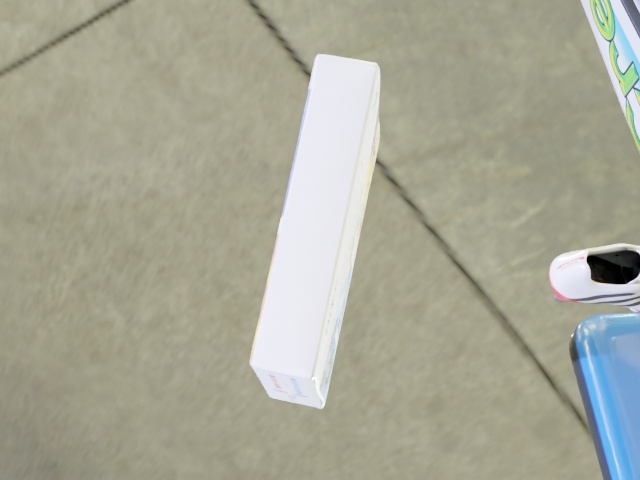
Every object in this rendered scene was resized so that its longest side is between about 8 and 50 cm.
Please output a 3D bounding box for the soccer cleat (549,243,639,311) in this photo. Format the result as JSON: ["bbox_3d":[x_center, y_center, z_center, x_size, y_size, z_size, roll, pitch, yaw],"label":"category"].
[{"bbox_3d":[0.139,0.016,0.739,0.083,0.035,0.029,5,70,-21],"label":"soccer cleat"}]

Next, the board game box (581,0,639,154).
[{"bbox_3d":[0.081,-0.109,0.305,0.053,0.193,0.305,-17,78,-9],"label":"board game box"}]

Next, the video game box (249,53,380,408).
[{"bbox_3d":[0.000,0.000,1.134,0.048,0.187,0.205,11,79,6],"label":"video game box"}]

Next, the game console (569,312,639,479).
[{"bbox_3d":[0.305,0.214,1.243,0.250,0.173,0.293,-1,57,-15],"label":"game console"}]
